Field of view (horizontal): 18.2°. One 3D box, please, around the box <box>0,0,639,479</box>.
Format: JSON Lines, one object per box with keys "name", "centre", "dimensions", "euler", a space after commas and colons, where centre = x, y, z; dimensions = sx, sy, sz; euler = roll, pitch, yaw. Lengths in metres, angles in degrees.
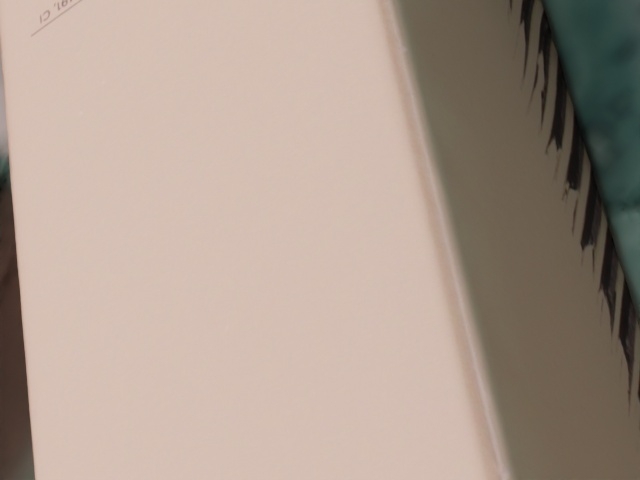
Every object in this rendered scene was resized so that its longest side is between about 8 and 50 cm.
{"name": "box", "centre": [0.000, 0.000, 0.452], "dimensions": [0.113, 0.094, 0.275], "euler": [-28, 51, 24]}
